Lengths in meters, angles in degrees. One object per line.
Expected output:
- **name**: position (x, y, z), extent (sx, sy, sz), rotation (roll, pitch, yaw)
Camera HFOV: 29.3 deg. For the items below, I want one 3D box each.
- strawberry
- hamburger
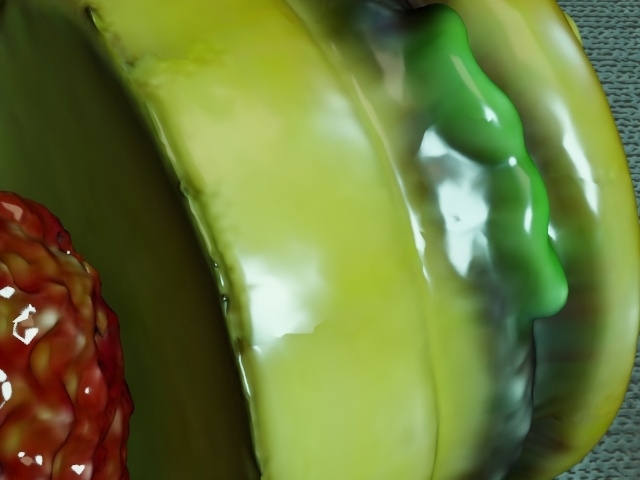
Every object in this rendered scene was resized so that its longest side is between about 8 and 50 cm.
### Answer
- **strawberry**: position (-0.168, 0.127, 0.616), extent (0.149, 0.336, 0.265), rotation (2, 36, -35)
- **hamburger**: position (0.000, 0.000, 0.687), extent (0.277, 0.395, 0.395), rotation (-20, 59, -27)
